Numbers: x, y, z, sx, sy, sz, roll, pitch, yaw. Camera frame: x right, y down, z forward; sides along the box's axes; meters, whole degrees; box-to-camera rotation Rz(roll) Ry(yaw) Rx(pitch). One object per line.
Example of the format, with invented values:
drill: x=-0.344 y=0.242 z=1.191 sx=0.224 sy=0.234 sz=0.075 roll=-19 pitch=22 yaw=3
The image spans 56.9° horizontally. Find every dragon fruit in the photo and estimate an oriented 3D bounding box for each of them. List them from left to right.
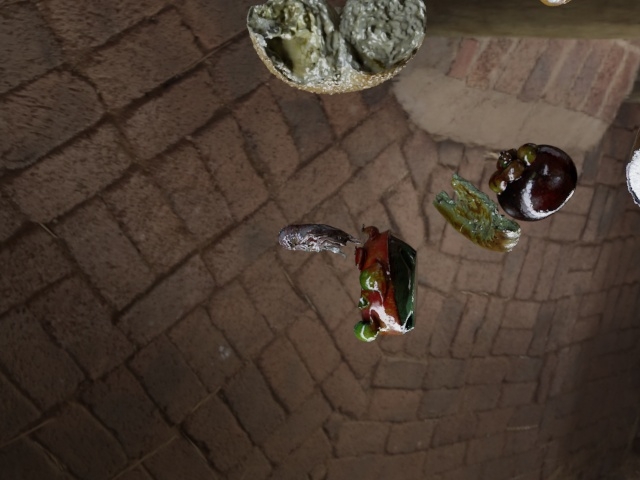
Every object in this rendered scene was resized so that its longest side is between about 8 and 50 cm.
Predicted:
dragon fruit: x=0.154 y=0.104 z=1.366 sx=0.268 sy=0.130 sz=0.295 roll=71 pitch=24 yaw=-53

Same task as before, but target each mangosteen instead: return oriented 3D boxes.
mangosteen: x=0.333 y=-0.100 z=0.943 sx=0.140 sy=0.140 sz=0.139 roll=-13 pitch=112 yaw=-36

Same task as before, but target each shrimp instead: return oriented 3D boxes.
shrimp: x=0.000 y=-0.001 z=1.340 sx=0.191 sy=0.074 sz=0.073 roll=1 pitch=114 yaw=-6

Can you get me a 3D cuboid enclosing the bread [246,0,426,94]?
bread: x=0.019 y=-0.353 z=1.082 sx=0.315 sy=0.192 sz=0.171 roll=-6 pitch=91 yaw=-13

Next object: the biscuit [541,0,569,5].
biscuit: x=0.455 y=-0.469 z=0.822 sx=0.047 sy=0.340 sz=0.215 roll=-46 pitch=125 yaw=-43

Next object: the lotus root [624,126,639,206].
lotus root: x=0.671 y=-0.169 z=1.018 sx=0.272 sy=0.272 sz=0.191 roll=47 pitch=55 yaw=-38

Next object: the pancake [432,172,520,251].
pancake: x=0.329 y=-0.056 z=1.286 sx=0.054 sy=0.376 sz=0.197 roll=-31 pitch=99 yaw=-4
